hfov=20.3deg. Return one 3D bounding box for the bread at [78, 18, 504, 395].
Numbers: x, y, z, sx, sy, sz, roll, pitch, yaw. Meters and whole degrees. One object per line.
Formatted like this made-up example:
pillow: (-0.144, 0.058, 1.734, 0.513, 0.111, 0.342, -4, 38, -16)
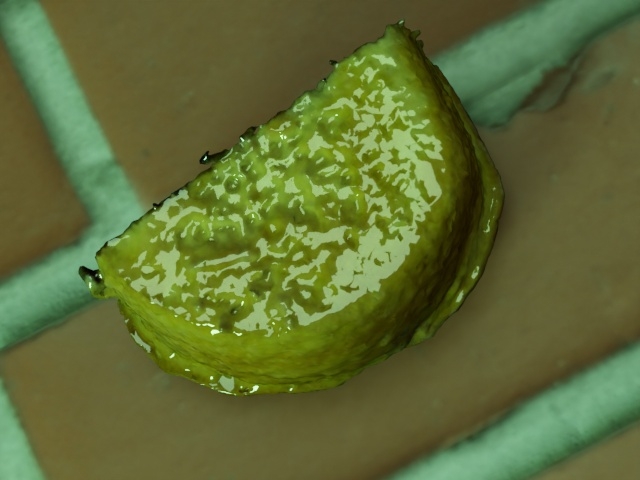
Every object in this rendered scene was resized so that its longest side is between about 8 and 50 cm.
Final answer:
bread: (0.000, 0.000, 0.956, 0.229, 0.143, 0.139, -38, 68, -2)
